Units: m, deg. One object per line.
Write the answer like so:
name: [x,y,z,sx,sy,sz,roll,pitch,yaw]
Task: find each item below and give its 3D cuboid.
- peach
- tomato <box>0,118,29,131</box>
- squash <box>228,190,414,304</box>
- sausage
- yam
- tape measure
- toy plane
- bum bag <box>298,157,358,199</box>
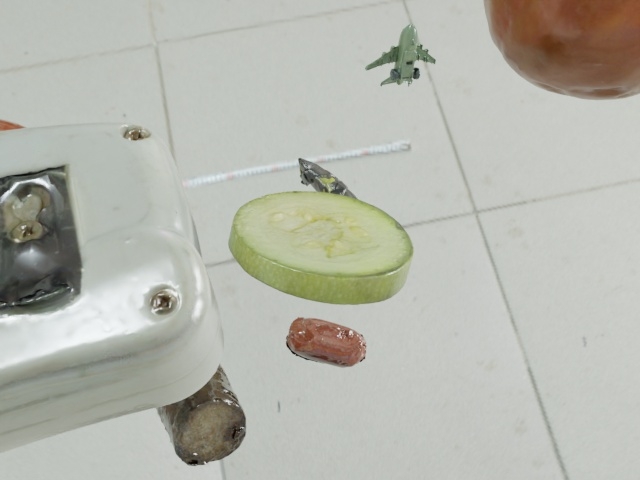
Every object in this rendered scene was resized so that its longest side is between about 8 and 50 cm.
peach: [0.395,-0.373,1.127,0.343,0.301,0.342,4,62,-7]
tomato: [-0.372,-0.056,0.784,0.199,0.112,0.228,15,51,39]
squash: [0.000,0.000,1.120,0.252,0.048,0.252,9,30,-5]
sausage: [0.010,0.168,1.347,0.141,0.076,0.076,17,63,-15]
yam: [-0.199,0.219,1.238,0.131,0.131,0.280,-28,31,-12]
tape measure: [-0.216,0.035,0.614,0.258,0.130,0.265,-17,60,-7]
toy plane: [0.090,-0.193,0.871,0.080,0.083,0.033,-7,56,-14]
bum bag: [0.027,-0.102,1.740,0.232,0.107,0.060,41,94,34]
